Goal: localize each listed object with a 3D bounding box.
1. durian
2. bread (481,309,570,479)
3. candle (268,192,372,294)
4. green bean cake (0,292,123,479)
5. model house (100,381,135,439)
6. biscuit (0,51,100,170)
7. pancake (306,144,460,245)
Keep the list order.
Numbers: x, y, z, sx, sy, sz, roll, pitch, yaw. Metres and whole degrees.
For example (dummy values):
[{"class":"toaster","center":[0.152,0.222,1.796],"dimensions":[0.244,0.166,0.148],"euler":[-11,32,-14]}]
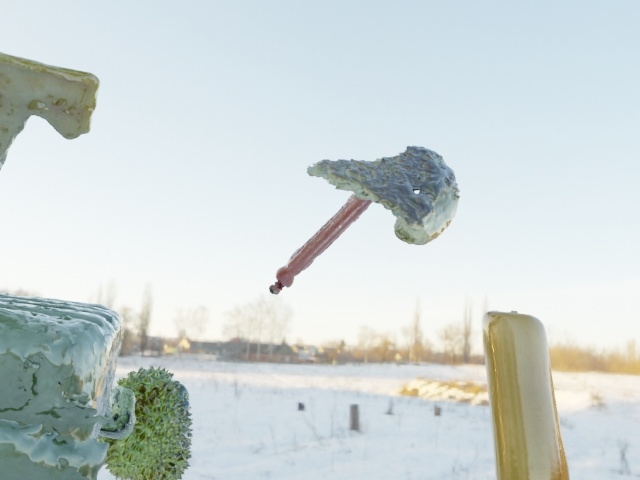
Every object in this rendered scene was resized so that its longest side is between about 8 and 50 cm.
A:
[{"class":"durian","center":[-0.407,0.435,1.566],"dimensions":[0.224,0.291,0.291],"euler":[-6,-9,-13]},{"class":"bread","center":[0.227,0.191,0.755],"dimensions":[0.073,0.240,0.092],"euler":[-14,-25,29]},{"class":"candle","center":[0.000,0.000,1.479],"dimensions":[0.329,0.051,0.048],"euler":[-45,-31,23]},{"class":"green bean cake","center":[-0.198,0.149,0.420],"dimensions":[0.124,0.227,0.222],"euler":[8,-4,-16]},{"class":"model house","center":[-0.311,0.241,0.994],"dimensions":[0.066,0.079,0.083],"euler":[-3,-33,-1]},{"class":"biscuit","center":[-0.385,-0.155,0.879],"dimensions":[0.183,0.174,0.039],"euler":[9,12,-6]},{"class":"pancake","center":[0.097,-0.085,1.039],"dimensions":[0.244,0.057,0.266],"euler":[11,31,-5]}]
